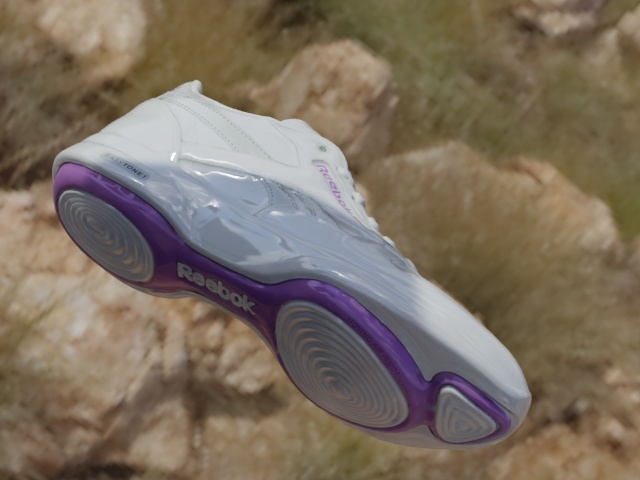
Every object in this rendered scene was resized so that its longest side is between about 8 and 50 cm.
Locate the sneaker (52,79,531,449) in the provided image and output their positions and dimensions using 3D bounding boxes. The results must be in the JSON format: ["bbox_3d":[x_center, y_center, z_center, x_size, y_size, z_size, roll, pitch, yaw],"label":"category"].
[{"bbox_3d":[0.000,0.000,1.007,0.305,0.114,0.152,32,50,16],"label":"sneaker"}]
